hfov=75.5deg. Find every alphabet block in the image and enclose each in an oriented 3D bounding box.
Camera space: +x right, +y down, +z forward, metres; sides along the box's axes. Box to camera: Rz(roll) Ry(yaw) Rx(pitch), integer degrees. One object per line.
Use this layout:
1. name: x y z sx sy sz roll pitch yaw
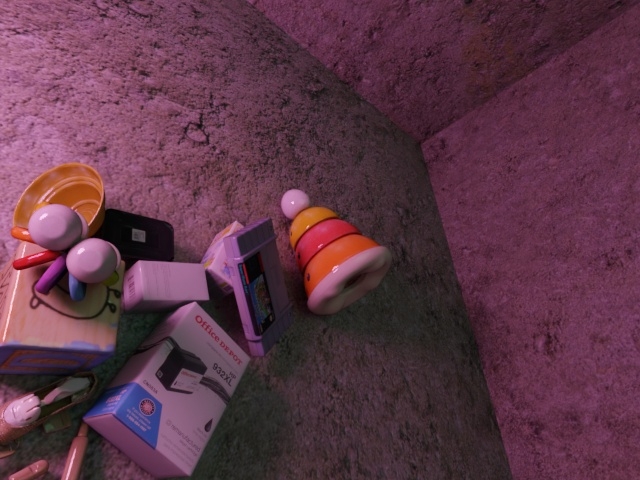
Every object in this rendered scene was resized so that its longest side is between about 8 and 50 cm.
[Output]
1. alphabet block: -0.520 0.143 0.809 0.192 0.193 0.197 20 51 -43

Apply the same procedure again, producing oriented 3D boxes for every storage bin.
1. storage bin: -0.476 0.006 1.052 0.180 0.084 0.122 17 54 -45

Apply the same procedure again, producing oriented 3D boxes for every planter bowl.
1. planter bowl: -0.568 -0.062 0.943 0.090 0.217 0.217 69 9 -65

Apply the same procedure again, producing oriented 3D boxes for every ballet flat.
1. ballet flat: -0.519 0.301 0.776 0.073 0.067 0.206 48 33 12

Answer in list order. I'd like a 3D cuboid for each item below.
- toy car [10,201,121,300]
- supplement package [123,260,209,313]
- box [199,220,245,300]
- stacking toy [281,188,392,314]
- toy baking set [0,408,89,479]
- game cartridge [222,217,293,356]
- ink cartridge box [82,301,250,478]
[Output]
1. toy car: -0.444 0.028 0.716 0.136 0.159 0.182 -46 106 -18
2. supplement package: -0.392 0.121 1.053 0.179 0.105 0.105 9 58 -47
3. box: -0.278 0.058 1.227 0.103 0.114 0.203 42 41 -23
4. stacking toy: 0.000 0.000 1.525 0.350 0.351 0.480 -1 48 -51
5. toy baking set: -0.530 0.408 0.736 0.196 0.030 0.256 20 40 -32
6. game cartridge: -0.171 0.130 1.213 0.230 0.068 0.355 -49 130 -68
7. ink cartridge box: -0.326 0.331 0.945 0.223 0.129 0.307 53 34 -20
